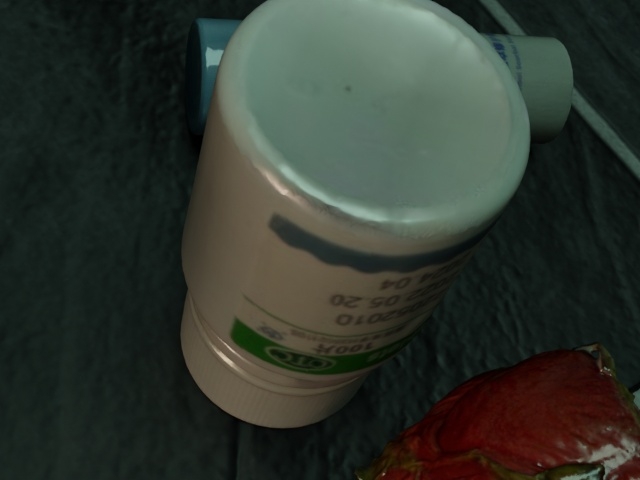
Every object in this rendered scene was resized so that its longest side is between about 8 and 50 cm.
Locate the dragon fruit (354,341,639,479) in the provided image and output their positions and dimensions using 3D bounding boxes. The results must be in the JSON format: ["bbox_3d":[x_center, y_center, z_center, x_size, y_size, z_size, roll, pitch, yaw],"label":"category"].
[{"bbox_3d":[0.081,0.120,0.529,0.161,0.120,0.127,-13,58,-17],"label":"dragon fruit"}]

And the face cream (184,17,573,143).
[{"bbox_3d":[0.039,-0.104,0.678,0.250,0.077,0.077,-1,59,-16],"label":"face cream"}]

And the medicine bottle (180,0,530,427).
[{"bbox_3d":[0.000,0.000,0.507,0.139,0.237,0.139,7,56,-10],"label":"medicine bottle"}]
